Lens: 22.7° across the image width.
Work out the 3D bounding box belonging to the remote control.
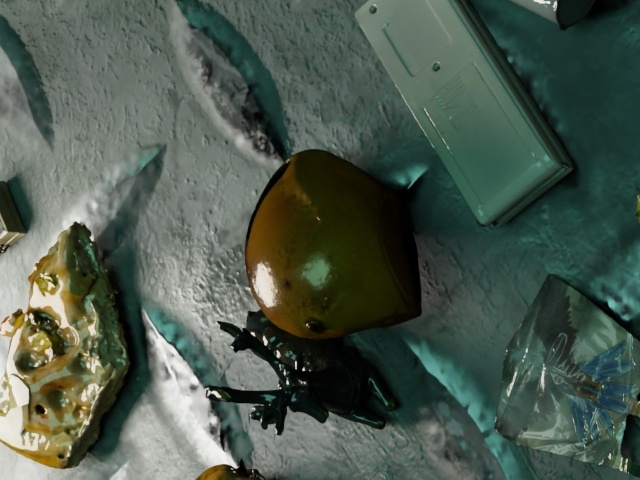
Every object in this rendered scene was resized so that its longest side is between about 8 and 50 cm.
[{"bbox_3d":[0.142,-0.154,1.610,0.103,0.055,0.277,-40,65,26],"label":"remote control"}]

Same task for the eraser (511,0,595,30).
[{"bbox_3d":[0.191,-0.326,1.557,0.227,0.081,0.174,34,89,29],"label":"eraser"}]

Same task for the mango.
[{"bbox_3d":[0.000,0.000,1.623,0.166,0.136,0.236,-19,40,16],"label":"mango"}]

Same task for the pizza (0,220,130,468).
[{"bbox_3d":[-0.311,0.128,1.893,0.189,0.071,0.297,30,104,32],"label":"pizza"}]

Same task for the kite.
[{"bbox_3d":[0.286,0.167,1.497,0.310,0.015,0.169,33,106,42],"label":"kite"}]

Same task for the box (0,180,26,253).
[{"bbox_3d":[-0.415,-0.020,1.991,0.079,0.035,0.083,-37,68,27],"label":"box"}]

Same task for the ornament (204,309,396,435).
[{"bbox_3d":[-0.052,0.121,1.620,0.202,0.236,0.080,37,106,30],"label":"ornament"}]

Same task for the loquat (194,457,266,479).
[{"bbox_3d":[-0.101,0.306,1.723,0.137,0.113,0.137,-19,55,30],"label":"loquat"}]

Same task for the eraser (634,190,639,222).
[{"bbox_3d":[0.401,-0.043,1.374,0.226,0.069,0.158,15,52,34],"label":"eraser"}]
